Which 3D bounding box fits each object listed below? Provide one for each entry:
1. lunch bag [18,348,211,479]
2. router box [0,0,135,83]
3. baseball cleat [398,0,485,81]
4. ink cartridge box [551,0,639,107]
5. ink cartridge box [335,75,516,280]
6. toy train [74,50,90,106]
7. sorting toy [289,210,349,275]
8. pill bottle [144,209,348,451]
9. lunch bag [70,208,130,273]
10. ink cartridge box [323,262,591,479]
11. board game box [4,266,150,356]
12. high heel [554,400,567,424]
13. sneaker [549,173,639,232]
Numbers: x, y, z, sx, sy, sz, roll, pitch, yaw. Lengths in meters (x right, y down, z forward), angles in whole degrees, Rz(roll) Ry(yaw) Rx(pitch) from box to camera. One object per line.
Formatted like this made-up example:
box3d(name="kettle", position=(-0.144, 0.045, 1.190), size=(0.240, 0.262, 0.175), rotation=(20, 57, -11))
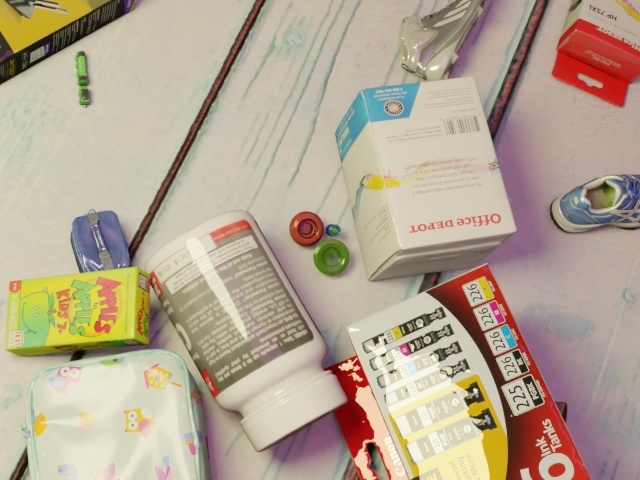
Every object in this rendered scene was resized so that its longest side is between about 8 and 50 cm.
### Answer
box3d(name="lunch bag", position=(-0.251, 0.275, 1.528), size=(0.224, 0.108, 0.279), rotation=(-10, 72, 0))
box3d(name="router box", position=(-0.440, -0.400, 1.725), size=(0.243, 0.081, 0.309), rotation=(-35, 84, -22))
box3d(name="baseball cleat", position=(0.185, -0.333, 1.872), size=(0.109, 0.072, 0.206), rotation=(26, 64, 2))
box3d(name="ink cartridge box", position=(0.458, -0.340, 1.940), size=(0.134, 0.078, 0.231), rotation=(22, 69, -6))
box3d(name="ink cartridge box", position=(0.139, -0.082, 1.723), size=(0.171, 0.168, 0.232), rotation=(-8, 74, -16))
box3d(name="toy train", position=(-0.331, -0.227, 1.727), size=(0.017, 0.024, 0.083), rotation=(-4, 74, -16))
box3d(name="sorting toy", position=(0.000, 0.000, 1.735), size=(0.061, 0.042, 0.102), rotation=(-40, 97, -7))
box3d(name="pill bottle", position=(-0.093, 0.118, 1.602), size=(0.161, 0.161, 0.283), rotation=(-27, 81, -21))
box3d(name="lunch bag", position=(-0.291, 0.006, 1.639), size=(0.067, 0.065, 0.098), rotation=(-16, 77, -19))
box3d(name="ink cartridge box", position=(0.158, 0.233, 1.574), size=(0.272, 0.130, 0.309), rotation=(-25, 67, 4))
box3d(name="board game box", position=(-0.307, 0.091, 1.571), size=(0.181, 0.043, 0.092), rotation=(-7, 71, 17))
box3d(name="high heel", position=(0.207, 0.375, 1.651), size=(0.181, 0.127, 0.377), rotation=(9, 73, 20))
box3d(name="sneaker", position=(0.449, -0.059, 1.844), size=(0.211, 0.081, 0.080), rotation=(-14, 75, -20))
